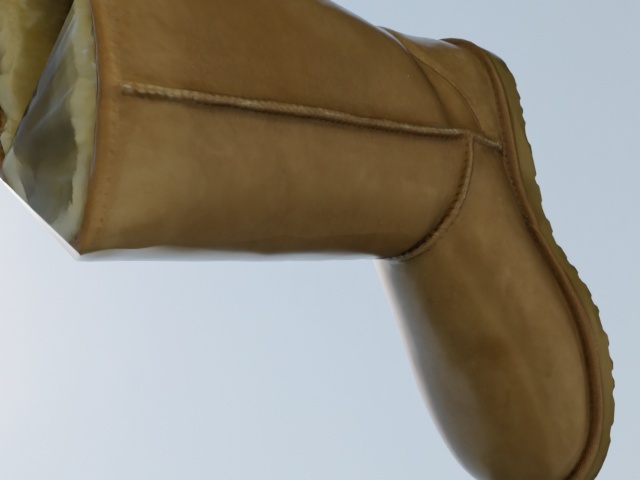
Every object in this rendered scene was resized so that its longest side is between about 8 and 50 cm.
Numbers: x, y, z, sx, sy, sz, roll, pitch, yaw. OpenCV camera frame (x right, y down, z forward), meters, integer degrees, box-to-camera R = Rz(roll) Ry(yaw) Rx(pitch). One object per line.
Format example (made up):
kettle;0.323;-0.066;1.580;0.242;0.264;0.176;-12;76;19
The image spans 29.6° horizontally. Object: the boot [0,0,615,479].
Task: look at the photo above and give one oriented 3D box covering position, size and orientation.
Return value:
boot;0.000;0.000;0.477;0.269;0.089;0.236;6;-117;-52
